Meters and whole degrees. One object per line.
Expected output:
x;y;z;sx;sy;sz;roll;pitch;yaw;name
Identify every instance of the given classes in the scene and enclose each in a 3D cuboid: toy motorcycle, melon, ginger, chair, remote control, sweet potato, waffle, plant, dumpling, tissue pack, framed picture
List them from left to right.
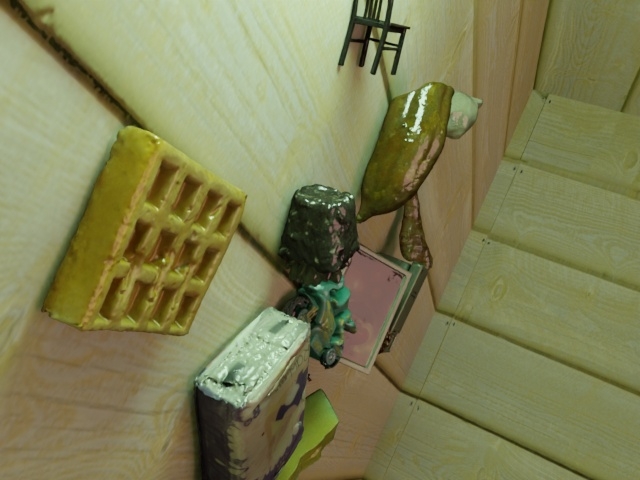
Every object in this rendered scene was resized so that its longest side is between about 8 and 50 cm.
-0.194;0.005;0.716;0.221;0.055;0.248;-67;159;-3;waffle
-0.124;0.324;1.114;0.242;0.125;0.343;-44;147;-47;tissue pack
-0.081;0.534;1.441;0.323;0.124;0.196;-43;148;-38;melon
0.000;0.000;1.090;0.129;0.132;0.194;-36;138;-51;plant
0.004;0.171;1.314;0.198;0.109;0.296;-59;146;-23;toy motorcycle
0.098;0.170;1.472;0.211;0.020;0.289;30;80;-27;framed picture
0.106;-0.404;1.021;0.101;0.084;0.212;-25;132;-57;chair
0.234;0.199;1.706;0.285;0.038;0.123;-65;159;-2;remote control
0.193;-0.195;1.349;0.369;0.158;0.158;-69;160;-1;sweet potato
0.284;-0.034;1.777;0.148;0.081;0.333;-30;118;-42;ginger
0.383;-0.356;1.732;0.166;0.126;0.215;-51;-173;46;dumpling

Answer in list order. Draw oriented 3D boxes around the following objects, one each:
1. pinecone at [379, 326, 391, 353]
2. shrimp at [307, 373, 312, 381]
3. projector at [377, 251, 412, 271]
0.114;0.239;1.585;0.173;0.174;0.173;-51;154;-38;pinecone
-0.069;0.331;1.401;0.091;0.034;0.161;-54;152;-3;shrimp
0.206;0.155;1.794;0.198;0.108;0.250;-68;161;-1;projector
